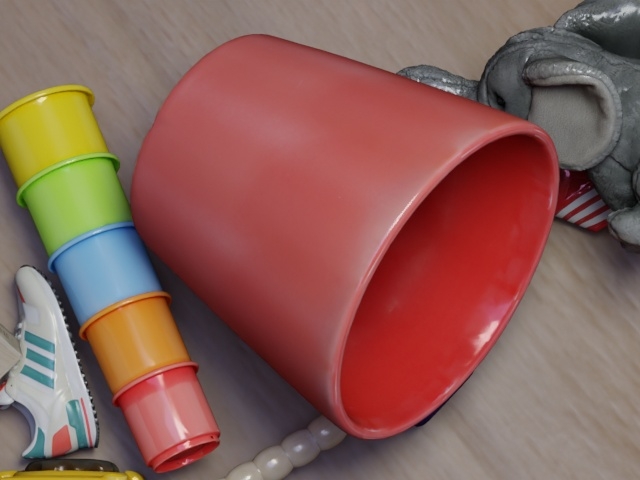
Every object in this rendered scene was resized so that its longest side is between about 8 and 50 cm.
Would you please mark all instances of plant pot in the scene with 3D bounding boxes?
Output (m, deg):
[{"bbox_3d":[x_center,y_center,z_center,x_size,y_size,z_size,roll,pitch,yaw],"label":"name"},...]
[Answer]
[{"bbox_3d":[0.007,-0.020,1.494,0.243,0.275,0.275,31,77,27],"label":"plant pot"}]

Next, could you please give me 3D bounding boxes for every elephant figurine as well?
[{"bbox_3d":[0.204,-0.109,1.526,0.239,0.169,0.186,38,95,-7],"label":"elephant figurine"}]

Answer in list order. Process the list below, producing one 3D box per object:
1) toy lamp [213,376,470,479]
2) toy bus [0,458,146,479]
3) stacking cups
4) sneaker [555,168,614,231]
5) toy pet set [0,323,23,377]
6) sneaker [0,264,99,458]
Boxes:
[{"bbox_3d":[-0.001,0.156,1.581,0.275,0.080,0.080,-32,82,-10],"label":"toy lamp"},{"bbox_3d":[-0.239,0.237,1.486,0.220,0.211,0.149,0,80,-1],"label":"toy bus"},{"bbox_3d":[-0.166,0.033,1.581,0.096,0.096,0.316,-23,77,-7],"label":"stacking cups"},{"bbox_3d":[0.259,-0.107,1.658,0.128,0.087,0.221,32,91,-5],"label":"sneaker"},{"bbox_3d":[-0.293,0.103,1.538,0.114,0.122,0.065,-44,112,3],"label":"toy pet set"},{"bbox_3d":[-0.234,0.101,1.591,0.075,0.057,0.161,-18,82,-12],"label":"sneaker"}]
